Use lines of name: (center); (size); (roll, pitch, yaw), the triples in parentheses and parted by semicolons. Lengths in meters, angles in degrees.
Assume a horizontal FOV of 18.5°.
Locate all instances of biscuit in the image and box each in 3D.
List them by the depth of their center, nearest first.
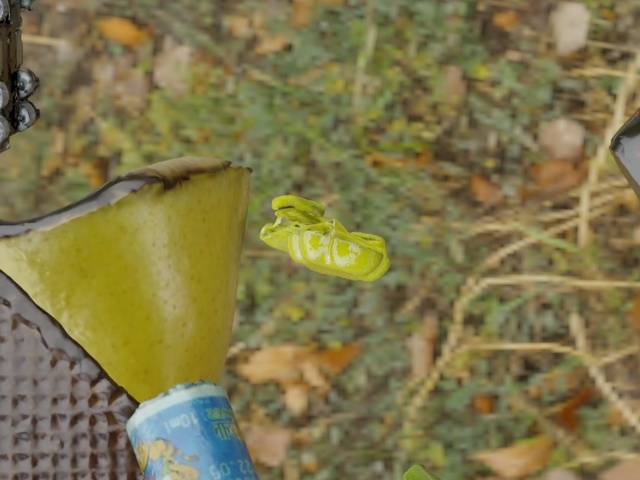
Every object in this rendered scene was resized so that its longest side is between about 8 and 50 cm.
biscuit: (-0.225, 0.026, 0.992); (0.107, 0.388, 0.073); (-46, 8, -11)

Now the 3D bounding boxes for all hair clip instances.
hair clip: (0.000, 0.000, 1.459); (0.173, 0.072, 0.046); (26, 98, 68)

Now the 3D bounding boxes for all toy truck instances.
toy truck: (-0.149, -0.076, 0.856); (0.044, 0.039, 0.083); (5, 107, 13)

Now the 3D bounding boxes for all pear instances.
pear: (-0.134, 0.054, 1.234); (0.267, 0.267, 0.178); (-22, 89, 42)

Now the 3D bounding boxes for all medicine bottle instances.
medicine bottle: (-0.033, 0.156, 0.869); (0.051, 0.051, 0.191); (-40, 64, 36)

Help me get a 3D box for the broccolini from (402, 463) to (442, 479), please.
broccolini: (0.191, 0.285, 1.685); (0.392, 0.078, 0.074); (28, 122, 60)

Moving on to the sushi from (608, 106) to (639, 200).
sushi: (0.363, -0.034, 1.752); (0.126, 0.136, 0.225); (-32, 92, 4)
